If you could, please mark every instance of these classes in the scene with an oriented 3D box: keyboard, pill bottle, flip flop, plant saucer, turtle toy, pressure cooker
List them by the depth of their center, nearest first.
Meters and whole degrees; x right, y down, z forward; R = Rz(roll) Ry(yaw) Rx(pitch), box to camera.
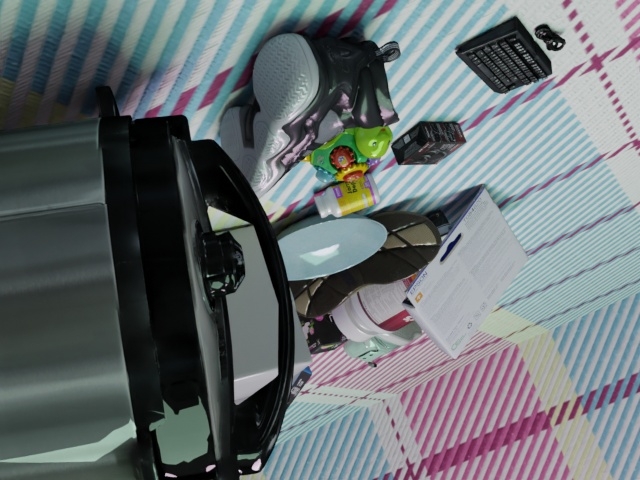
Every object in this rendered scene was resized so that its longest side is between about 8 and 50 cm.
[{"bbox_3d":[-0.234,0.081,1.053,0.421,0.369,0.375,-9,-158,-6],"label":"pressure cooker"},{"bbox_3d":[0.231,-0.213,1.376,0.108,0.023,0.180,-26,164,18],"label":"keyboard"},{"bbox_3d":[0.036,-0.108,1.399,0.095,0.066,0.130,-9,160,-35],"label":"turtle toy"},{"bbox_3d":[0.036,-0.058,1.600,0.083,0.043,0.043,-20,164,-3],"label":"pill bottle"},{"bbox_3d":[0.000,0.000,1.730,0.195,0.037,0.195,-13,157,-6],"label":"plant saucer"},{"bbox_3d":[0.063,0.033,1.847,0.277,0.112,0.080,-32,-174,28],"label":"flip flop"},{"bbox_3d":[0.129,0.088,2.043,0.121,0.121,0.221,-1,155,-48],"label":"pill bottle"}]

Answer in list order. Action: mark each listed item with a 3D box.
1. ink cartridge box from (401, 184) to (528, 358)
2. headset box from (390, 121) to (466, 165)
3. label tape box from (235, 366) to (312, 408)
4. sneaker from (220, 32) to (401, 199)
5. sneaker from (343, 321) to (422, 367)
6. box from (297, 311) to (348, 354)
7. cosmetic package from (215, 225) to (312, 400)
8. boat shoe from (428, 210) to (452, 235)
[{"bbox_3d":[0.226,0.048,1.910,0.223,0.045,0.224,-52,138,-12],"label":"ink cartridge box"},{"bbox_3d":[0.143,-0.125,1.535,0.083,0.032,0.062,-3,156,-42],"label":"headset box"},{"bbox_3d":[-0.109,0.222,1.929,0.333,0.106,0.240,-54,163,-2],"label":"label tape box"},{"bbox_3d":[-0.007,-0.123,1.235,0.153,0.101,0.268,-10,158,-24],"label":"sneaker"},{"bbox_3d":[0.109,0.204,2.424,0.151,0.094,0.256,-31,164,14],"label":"sneaker"},{"bbox_3d":[0.002,0.162,2.192,0.062,0.083,0.052,-7,159,-38],"label":"box"},{"bbox_3d":[-0.230,0.129,1.587,0.385,0.217,0.156,-9,161,-28],"label":"cosmetic package"},{"bbox_3d":[0.141,-0.005,1.905,0.142,0.040,0.049,-23,172,9],"label":"boat shoe"}]
